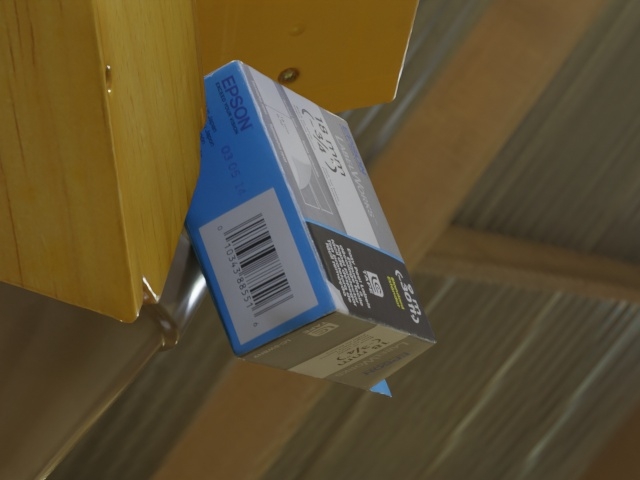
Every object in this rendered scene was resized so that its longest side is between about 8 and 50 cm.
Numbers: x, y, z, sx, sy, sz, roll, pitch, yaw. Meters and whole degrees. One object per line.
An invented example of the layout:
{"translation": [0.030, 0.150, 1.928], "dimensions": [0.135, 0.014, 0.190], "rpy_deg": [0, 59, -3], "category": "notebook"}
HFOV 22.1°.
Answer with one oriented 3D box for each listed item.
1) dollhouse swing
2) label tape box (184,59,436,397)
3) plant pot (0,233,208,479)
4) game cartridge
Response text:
{"translation": [-0.260, -0.139, 1.131], "dimensions": [0.347, 0.305, 0.315], "rpy_deg": [-84, -9, -63], "category": "dollhouse swing"}
{"translation": [0.000, 0.000, 1.476], "dimensions": [0.106, 0.240, 0.334], "rpy_deg": [-28, -20, 18], "category": "label tape box"}
{"translation": [-0.296, 0.085, 1.385], "dimensions": [0.280, 0.323, 0.323], "rpy_deg": [-64, -27, -18], "category": "plant pot"}
{"translation": [-0.033, -0.240, 1.728], "dimensions": [0.285, 0.052, 0.323], "rpy_deg": [-12, -34, -17], "category": "game cartridge"}
